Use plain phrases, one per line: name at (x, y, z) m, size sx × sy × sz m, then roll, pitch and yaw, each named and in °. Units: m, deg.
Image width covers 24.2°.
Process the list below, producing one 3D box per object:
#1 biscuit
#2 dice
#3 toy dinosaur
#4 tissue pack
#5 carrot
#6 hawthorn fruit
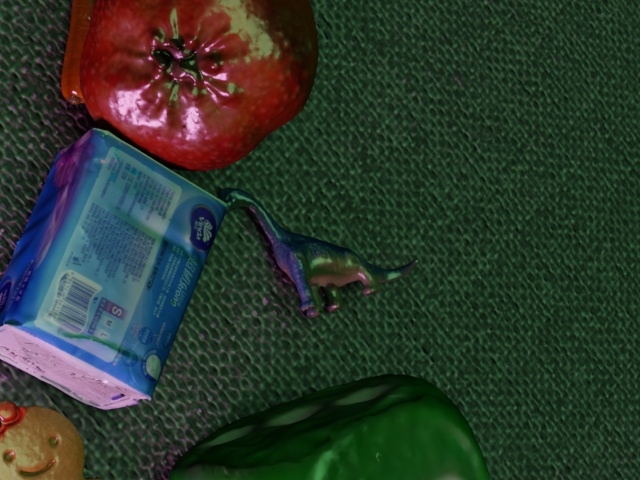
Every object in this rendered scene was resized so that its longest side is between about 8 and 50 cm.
biscuit at (-0.317, 0.288, 1.704) m, size 0.166 × 0.036 × 0.226 m, roll -12°, pitch 85°, yaw -33°
dice at (0.018, 0.333, 1.754) m, size 0.300 × 0.297 × 0.287 m, roll -21°, pitch 92°, yaw -35°
toy dinosaur at (0.000, 0.000, 1.961) m, size 0.247 × 0.075 × 0.188 m, roll -13°, pitch 79°, yaw -28°
tissue pack at (-0.255, 0.037, 1.735) m, size 0.198 × 0.146 × 0.264 m, roll 31°, pitch 63°, yaw -25°
carrot at (-0.291, -0.283, 1.852) m, size 0.043 × 0.043 × 0.248 m, roll 13°, pitch 71°, yaw -30°
hawthorn fruit at (-0.139, -0.226, 1.814) m, size 0.287 × 0.330 × 0.287 m, roll 1°, pitch 101°, yaw 7°
